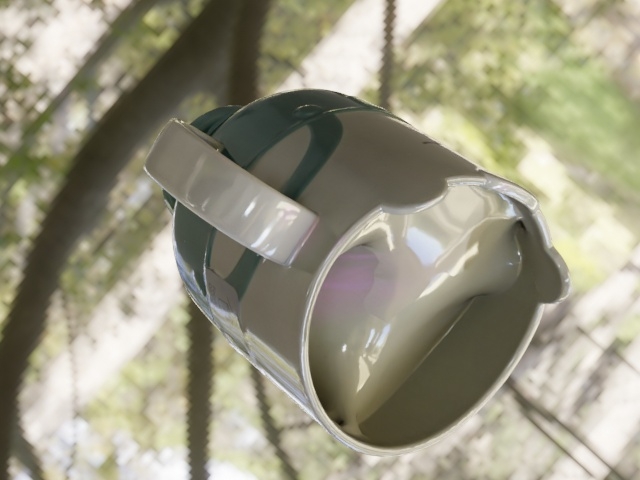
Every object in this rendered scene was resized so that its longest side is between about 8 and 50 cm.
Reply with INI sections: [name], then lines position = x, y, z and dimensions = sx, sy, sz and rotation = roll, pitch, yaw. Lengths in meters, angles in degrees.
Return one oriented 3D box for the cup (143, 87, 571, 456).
[cup]
position = 0.000, 0.000, 1.400
dimensions = 0.289, 0.219, 0.257
rotation = 28, -174, -41
